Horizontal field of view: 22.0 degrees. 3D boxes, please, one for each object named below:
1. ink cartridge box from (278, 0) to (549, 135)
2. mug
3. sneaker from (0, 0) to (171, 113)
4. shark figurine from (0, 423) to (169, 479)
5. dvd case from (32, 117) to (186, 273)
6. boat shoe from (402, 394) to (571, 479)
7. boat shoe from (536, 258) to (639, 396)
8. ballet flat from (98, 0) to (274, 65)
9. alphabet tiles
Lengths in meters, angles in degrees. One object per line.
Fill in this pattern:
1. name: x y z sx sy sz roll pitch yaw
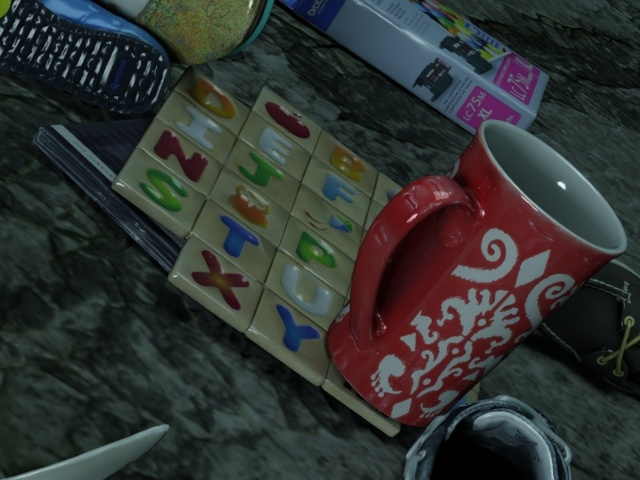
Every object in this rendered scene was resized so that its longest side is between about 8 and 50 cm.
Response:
1. ink cartridge box: 0.089 -0.215 1.697 0.311 0.065 0.186 32 22 1
2. mug: 0.074 0.017 0.999 0.150 0.169 0.113 29 27 -22
3. sneaker: -0.203 -0.153 1.165 0.209 0.069 0.082 26 10 -18
4. shark figurine: -0.213 0.031 0.702 0.278 0.116 0.166 39 24 18
5. dvd case: -0.075 -0.028 1.133 0.164 0.018 0.221 42 23 17
6. boat shoe: 0.093 0.136 0.911 0.108 0.102 0.301 40 23 12
7. boat shoe: 0.245 0.075 1.275 0.228 0.081 0.068 25 19 -28
8. ballet flat: -0.141 -0.217 1.263 0.123 0.123 0.348 22 10 -27
9. alphabet tiles: 0.000 0.000 1.142 0.285 0.011 0.342 36 24 -8
